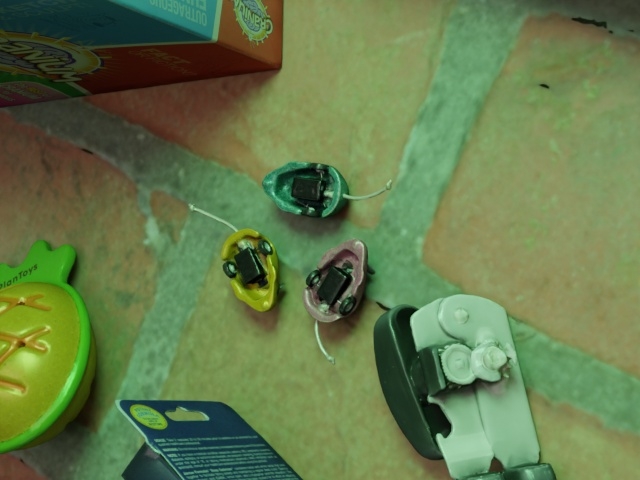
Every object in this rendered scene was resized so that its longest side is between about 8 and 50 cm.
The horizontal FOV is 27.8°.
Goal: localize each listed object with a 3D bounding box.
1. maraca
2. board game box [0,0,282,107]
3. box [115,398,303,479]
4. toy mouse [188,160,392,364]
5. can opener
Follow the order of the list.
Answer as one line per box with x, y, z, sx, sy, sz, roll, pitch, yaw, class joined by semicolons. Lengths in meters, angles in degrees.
-0.226;0.078;0.980;0.127;0.099;0.185;-27;46;15;maraca
-0.222;-0.158;0.923;0.317;0.242;0.064;-4;83;29;board game box
-0.035;0.186;0.833;0.225;0.136;0.036;43;105;27;box
0.000;0.000;0.898;0.143;0.031;0.161;-38;68;20;toy mouse
0.108;0.167;0.806;0.093;0.074;0.280;-41;59;57;can opener
